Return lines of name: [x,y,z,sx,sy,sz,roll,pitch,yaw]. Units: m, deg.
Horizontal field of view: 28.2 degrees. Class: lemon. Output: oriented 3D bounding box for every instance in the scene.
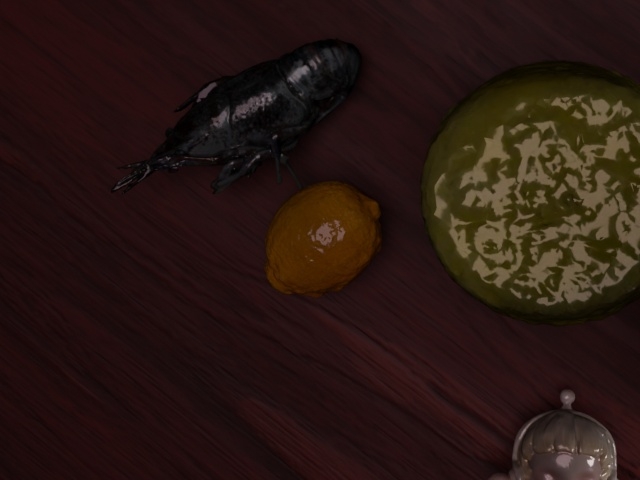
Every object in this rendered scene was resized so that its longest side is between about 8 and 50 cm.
lemon: [0.000,0.000,1.682,0.187,0.142,0.142,-40,87,16]

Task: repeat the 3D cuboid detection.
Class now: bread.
bread: [0.276,-0.051,1.535,0.348,0.308,0.348,1,96,15]

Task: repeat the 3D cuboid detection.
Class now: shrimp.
shrimp: [-0.097,-0.135,1.683,0.372,0.137,0.172,-35,71,11]

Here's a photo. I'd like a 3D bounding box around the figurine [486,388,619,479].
figurine: [0.322,0.328,1.658,0.182,0.144,0.256,14,101,30]
